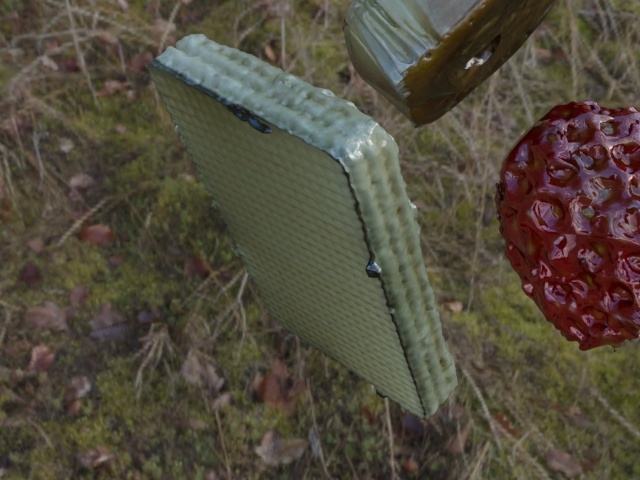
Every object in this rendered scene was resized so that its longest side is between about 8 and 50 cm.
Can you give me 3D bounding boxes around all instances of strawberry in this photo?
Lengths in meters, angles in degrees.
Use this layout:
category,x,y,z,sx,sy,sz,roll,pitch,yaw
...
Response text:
category,x,y,z,sx,sy,sz,roll,pitch,yaw
strawberry,0.238,-0.033,0.757,0.178,0.234,0.234,45,55,-2

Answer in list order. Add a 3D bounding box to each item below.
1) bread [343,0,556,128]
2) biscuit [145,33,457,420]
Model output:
category,x,y,z,sx,sy,sz,roll,pitch,yaw
bread,0.127,-0.209,0.810,0.210,0.192,0.110,-45,76,5
biscuit,0.000,0.000,0.423,0.121,0.199,0.040,33,67,35
